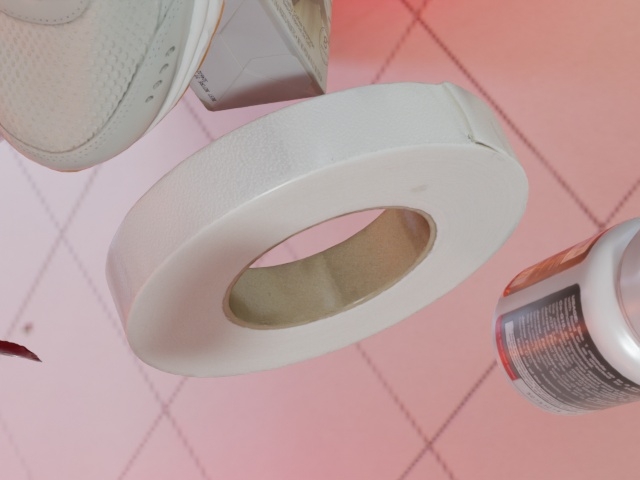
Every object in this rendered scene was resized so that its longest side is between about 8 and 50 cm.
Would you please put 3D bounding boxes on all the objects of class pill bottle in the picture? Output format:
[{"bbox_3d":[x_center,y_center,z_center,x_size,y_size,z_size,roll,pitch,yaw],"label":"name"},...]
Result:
[{"bbox_3d":[0.287,0.069,1.286,0.283,0.161,0.161,144,116,-68],"label":"pill bottle"}]

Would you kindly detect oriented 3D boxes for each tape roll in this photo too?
[{"bbox_3d":[0.000,0.000,1.255,0.392,0.392,0.072,-45,57,38],"label":"tape roll"}]

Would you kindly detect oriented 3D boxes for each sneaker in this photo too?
[{"bbox_3d":[-0.088,-0.120,0.335,0.099,0.121,0.262,15,128,18],"label":"sneaker"}]

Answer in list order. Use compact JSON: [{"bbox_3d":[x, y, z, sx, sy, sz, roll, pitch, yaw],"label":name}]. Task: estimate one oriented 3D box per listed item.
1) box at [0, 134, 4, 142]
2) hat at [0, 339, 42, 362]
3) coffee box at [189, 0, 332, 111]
[{"bbox_3d":[-0.263,-0.143,0.698,0.261,0.184,0.103,49,141,-4],"label":"box"},{"bbox_3d":[-0.363,0.082,0.990,0.208,0.173,0.183,-46,63,11],"label":"hat"},{"bbox_3d":[-0.065,-0.287,1.216,0.119,0.168,0.297,-6,62,19],"label":"coffee box"}]
